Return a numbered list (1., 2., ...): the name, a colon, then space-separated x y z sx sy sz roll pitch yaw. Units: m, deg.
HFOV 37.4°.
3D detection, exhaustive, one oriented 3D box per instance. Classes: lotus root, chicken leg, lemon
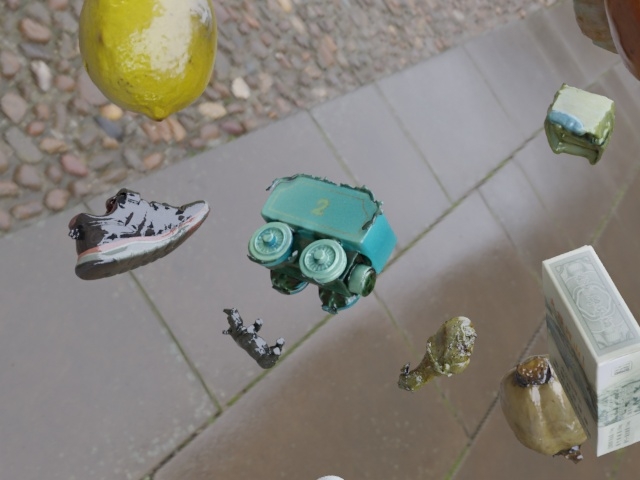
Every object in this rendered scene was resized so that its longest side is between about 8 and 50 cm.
1. lotus root: 0.384 0.271 1.586 0.257 0.154 0.140 61 6 -44
2. chicken leg: 0.251 0.259 2.027 0.088 0.227 0.103 23 25 -50
3. lemon: -0.306 -0.361 1.688 0.260 0.260 0.284 -25 123 -58

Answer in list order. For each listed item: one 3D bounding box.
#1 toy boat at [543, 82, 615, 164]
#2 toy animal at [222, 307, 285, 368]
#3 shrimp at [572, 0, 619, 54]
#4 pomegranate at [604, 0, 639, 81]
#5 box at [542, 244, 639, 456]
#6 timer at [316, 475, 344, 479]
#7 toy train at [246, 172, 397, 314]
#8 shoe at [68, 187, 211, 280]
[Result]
1. toy boat: 0.430 -0.194 1.571 0.111 0.084 0.276 23 1 18
2. toy animal: -0.124 0.168 1.653 0.136 0.065 0.047 41 37 9
3. shrimp: 0.398 -0.231 0.893 0.164 0.317 0.062 78 13 -58
4. pomegranate: 0.309 -0.196 0.715 0.191 0.191 0.191 34 40 -34
5. box: 0.355 0.149 1.229 0.256 0.069 0.164 69 1 -51
6. timer: -0.012 0.425 1.147 0.178 0.253 0.078 42 8 -10
7. toy train: 0.000 0.000 1.332 0.163 0.203 0.112 -60 148 -21
8. shoe: -0.336 -0.028 1.716 0.291 0.114 0.137 -22 79 -41
